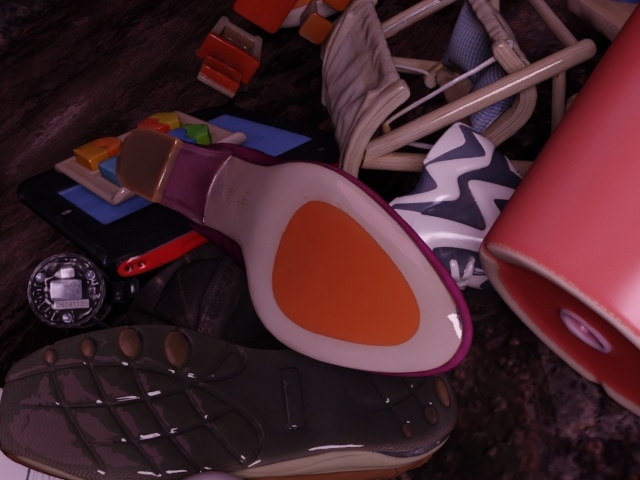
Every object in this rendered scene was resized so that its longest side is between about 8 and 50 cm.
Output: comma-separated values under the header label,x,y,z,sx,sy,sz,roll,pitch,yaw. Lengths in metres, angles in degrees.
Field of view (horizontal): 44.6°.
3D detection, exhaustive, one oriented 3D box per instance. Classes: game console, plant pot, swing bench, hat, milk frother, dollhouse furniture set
label,x,y,z,sx,sy,sz,roll,pitch,yaw
game console,-0.181,-0.085,1.012,0.341,0.060,0.386,-24,28,-29
plant pot,0.259,-0.017,0.531,0.243,0.275,0.275,-46,36,-5
swing bench,0.125,-0.167,0.839,0.254,0.165,0.253,-11,38,2
hat,-0.100,0.085,0.763,0.331,0.134,0.331,-19,35,14
milk frother,-0.278,0.096,0.922,0.135,0.129,0.143,146,138,-78
dollhouse furniture set,-0.099,-0.369,1.259,0.259,0.262,0.135,-49,22,39

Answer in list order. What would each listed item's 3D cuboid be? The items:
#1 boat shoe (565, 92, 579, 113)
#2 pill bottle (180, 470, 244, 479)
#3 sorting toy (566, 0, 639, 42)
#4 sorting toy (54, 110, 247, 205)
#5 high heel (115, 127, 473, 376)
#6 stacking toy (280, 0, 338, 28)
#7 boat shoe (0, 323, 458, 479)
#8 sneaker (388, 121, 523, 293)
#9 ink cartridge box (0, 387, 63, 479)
label,x,y,z,sx,sy,sz,roll,pitch,yaw
boat shoe,0.324,-0.158,0.827,0.135,0.050,0.045,-17,42,19
pill bottle,-0.192,0.317,0.451,0.407,0.229,0.229,-26,34,6
sorting toy,0.433,-0.288,0.833,0.255,0.089,0.257,-17,35,0
sorting toy,-0.224,-0.119,1.007,0.193,0.038,0.208,-31,32,-28
high heel,0.000,0.000,0.637,0.377,0.181,0.127,35,101,39
stacking toy,-0.070,-0.653,1.367,0.350,0.480,0.351,-20,35,15
boat shoe,-0.064,0.145,0.577,0.323,0.120,0.123,4,48,-8
sneaker,0.115,0.028,0.683,0.153,0.094,0.235,36,76,13
ink cartridge box,-0.239,0.204,0.601,0.160,0.219,0.093,-52,21,34
